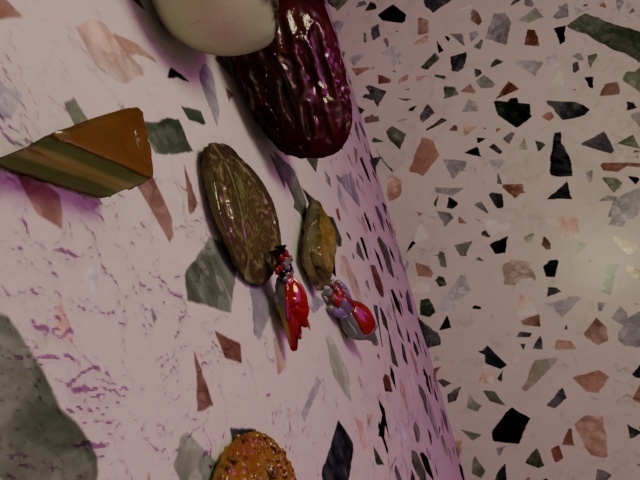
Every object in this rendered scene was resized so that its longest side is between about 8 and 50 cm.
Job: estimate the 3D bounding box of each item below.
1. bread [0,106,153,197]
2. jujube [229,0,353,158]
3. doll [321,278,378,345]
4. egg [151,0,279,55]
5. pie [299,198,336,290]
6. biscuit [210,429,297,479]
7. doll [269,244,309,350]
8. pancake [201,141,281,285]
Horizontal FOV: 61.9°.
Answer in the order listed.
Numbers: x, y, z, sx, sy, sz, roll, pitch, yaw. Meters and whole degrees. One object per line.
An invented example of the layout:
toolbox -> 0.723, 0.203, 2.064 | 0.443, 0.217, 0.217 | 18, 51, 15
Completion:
bread -> -0.234, -0.101, 0.509 | 0.139, 0.074, 0.084 | 20, 53, -69
jujube -> -0.060, -0.361, 1.138 | 0.258, 0.258, 0.377 | -73, 154, -65
doll -> 0.080, 0.181, 1.279 | 0.227, 0.075, 0.102 | 50, 38, -31
egg -> -0.197, -0.420, 0.863 | 0.286, 0.174, 0.264 | 57, -9, 38
pie -> 0.000, 0.000, 1.236 | 0.282, 0.068, 0.129 | -89, 157, -61
biscuit -> -0.063, 0.357, 0.639 | 0.254, 0.035, 0.254 | -18, 90, -76
doll -> -0.051, 0.093, 0.925 | 0.109, 0.057, 0.169 | -55, 140, -73
pancake -> -0.126, -0.046, 0.903 | 0.250, 0.031, 0.250 | -19, 90, -75
